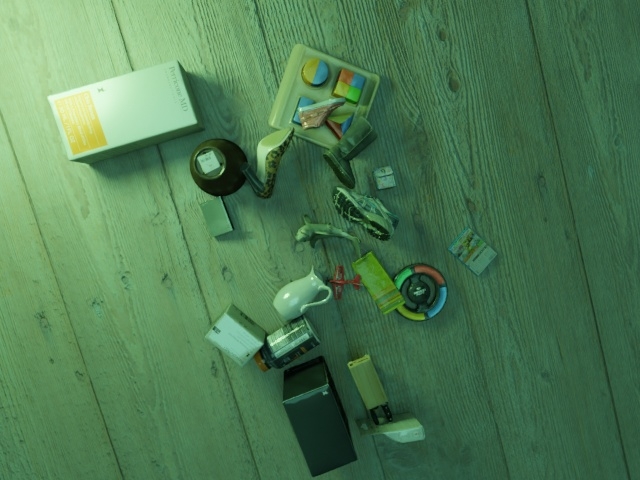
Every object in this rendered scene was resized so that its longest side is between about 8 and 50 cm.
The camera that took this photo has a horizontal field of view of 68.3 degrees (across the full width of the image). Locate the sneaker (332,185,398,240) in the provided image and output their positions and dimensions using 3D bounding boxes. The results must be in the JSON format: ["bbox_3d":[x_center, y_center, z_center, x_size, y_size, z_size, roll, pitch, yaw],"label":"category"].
[{"bbox_3d":[0.171,-0.119,1.788,0.283,0.110,0.122,39,57,6],"label":"sneaker"}]

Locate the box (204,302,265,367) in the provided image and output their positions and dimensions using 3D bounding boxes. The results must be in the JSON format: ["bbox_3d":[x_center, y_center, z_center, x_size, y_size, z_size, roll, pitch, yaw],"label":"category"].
[{"bbox_3d":[-0.309,0.345,1.739,0.181,0.182,0.119,41,91,-7],"label":"box"}]

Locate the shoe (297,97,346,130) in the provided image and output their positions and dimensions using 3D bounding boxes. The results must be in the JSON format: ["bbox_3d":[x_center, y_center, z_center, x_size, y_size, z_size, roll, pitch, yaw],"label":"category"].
[{"bbox_3d":[0.011,-0.450,1.682,0.177,0.063,0.081,-15,100,-1],"label":"shoe"}]

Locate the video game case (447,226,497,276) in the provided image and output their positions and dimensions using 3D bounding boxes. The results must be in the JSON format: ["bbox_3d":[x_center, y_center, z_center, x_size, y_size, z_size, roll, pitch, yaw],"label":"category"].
[{"bbox_3d":[0.600,0.044,1.863,0.166,0.015,0.119,41,92,-7],"label":"video game case"}]

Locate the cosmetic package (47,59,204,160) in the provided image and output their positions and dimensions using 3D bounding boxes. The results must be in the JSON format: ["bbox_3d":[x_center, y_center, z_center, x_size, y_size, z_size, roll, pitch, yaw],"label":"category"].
[{"bbox_3d":[-0.667,-0.443,1.655,0.452,0.161,0.230,-18,96,-3],"label":"cosmetic package"}]

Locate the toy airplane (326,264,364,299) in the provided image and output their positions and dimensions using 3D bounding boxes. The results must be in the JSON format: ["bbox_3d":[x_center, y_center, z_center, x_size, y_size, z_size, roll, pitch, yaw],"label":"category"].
[{"bbox_3d":[0.095,0.159,1.824,0.151,0.028,0.151,1,112,3],"label":"toy airplane"}]

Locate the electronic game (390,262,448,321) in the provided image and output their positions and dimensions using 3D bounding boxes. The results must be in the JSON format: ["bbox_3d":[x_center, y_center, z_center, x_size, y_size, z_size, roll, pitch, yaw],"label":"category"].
[{"bbox_3d":[0.385,0.203,1.845,0.228,0.048,0.230,0,95,-3],"label":"electronic game"}]

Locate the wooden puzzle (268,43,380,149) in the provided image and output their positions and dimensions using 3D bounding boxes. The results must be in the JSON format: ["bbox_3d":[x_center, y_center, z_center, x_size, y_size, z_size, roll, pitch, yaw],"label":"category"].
[{"bbox_3d":[0.016,-0.519,1.739,0.347,0.080,0.323,19,94,-5],"label":"wooden puzzle"}]

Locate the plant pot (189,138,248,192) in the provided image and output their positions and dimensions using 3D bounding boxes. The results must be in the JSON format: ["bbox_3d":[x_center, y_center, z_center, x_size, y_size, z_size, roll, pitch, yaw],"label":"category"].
[{"bbox_3d":[-0.371,-0.263,1.657,0.215,0.230,0.216,0,95,-4],"label":"plant pot"}]

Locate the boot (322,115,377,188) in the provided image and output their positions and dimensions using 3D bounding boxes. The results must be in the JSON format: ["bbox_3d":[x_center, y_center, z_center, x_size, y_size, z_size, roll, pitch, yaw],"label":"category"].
[{"bbox_3d":[0.130,-0.320,1.733,0.208,0.076,0.190,-45,118,-18],"label":"boot"}]

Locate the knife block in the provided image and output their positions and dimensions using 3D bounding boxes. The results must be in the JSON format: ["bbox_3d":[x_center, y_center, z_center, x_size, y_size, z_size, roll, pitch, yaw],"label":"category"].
[{"bbox_3d":[0.196,0.571,1.773,0.088,0.276,0.242,-24,67,-2],"label":"knife block"}]

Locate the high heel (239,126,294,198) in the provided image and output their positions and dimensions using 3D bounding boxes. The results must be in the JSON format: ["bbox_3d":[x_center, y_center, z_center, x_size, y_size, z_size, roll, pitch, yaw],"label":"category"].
[{"bbox_3d":[-0.166,-0.284,1.744,0.261,0.093,0.186,-46,142,-12],"label":"high heel"}]

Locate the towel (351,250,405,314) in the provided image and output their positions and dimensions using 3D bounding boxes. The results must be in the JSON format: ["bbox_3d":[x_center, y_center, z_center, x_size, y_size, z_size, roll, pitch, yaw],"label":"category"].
[{"bbox_3d":[0.223,0.165,1.821,0.102,0.021,0.237,-34,89,9],"label":"towel"}]

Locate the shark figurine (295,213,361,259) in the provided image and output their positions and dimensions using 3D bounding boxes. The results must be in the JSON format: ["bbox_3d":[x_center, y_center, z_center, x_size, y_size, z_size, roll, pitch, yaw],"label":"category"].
[{"bbox_3d":[0.017,-0.006,1.792,0.277,0.166,0.116,8,121,-22],"label":"shark figurine"}]

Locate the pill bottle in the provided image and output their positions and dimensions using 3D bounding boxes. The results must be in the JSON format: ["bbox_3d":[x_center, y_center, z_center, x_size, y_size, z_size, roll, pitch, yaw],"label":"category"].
[{"bbox_3d":[-0.132,0.396,1.783,0.245,0.130,0.131,-32,96,0],"label":"pill bottle"}]

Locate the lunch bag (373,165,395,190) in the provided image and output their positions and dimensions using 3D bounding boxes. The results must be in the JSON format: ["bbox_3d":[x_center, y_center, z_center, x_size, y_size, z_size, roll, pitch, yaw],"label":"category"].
[{"bbox_3d":[0.241,-0.237,1.794,0.070,0.053,0.084,-11,87,-5],"label":"lunch bag"}]

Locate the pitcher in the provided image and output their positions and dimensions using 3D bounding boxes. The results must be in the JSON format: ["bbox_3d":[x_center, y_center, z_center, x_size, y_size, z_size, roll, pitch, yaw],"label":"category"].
[{"bbox_3d":[-0.062,0.213,1.752,0.207,0.178,0.125,-39,128,-2],"label":"pitcher"}]

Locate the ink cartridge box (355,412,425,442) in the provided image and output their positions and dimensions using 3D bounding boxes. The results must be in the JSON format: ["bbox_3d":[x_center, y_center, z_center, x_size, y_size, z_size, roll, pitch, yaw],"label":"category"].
[{"bbox_3d":[0.262,0.725,1.811,0.232,0.189,0.066,-11,86,-4],"label":"ink cartridge box"}]

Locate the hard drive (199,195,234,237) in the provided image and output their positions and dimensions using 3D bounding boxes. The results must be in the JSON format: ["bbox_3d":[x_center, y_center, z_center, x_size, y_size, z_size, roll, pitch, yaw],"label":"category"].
[{"bbox_3d":[-0.387,-0.089,1.762,0.094,0.022,0.135,-18,96,17],"label":"hard drive"}]

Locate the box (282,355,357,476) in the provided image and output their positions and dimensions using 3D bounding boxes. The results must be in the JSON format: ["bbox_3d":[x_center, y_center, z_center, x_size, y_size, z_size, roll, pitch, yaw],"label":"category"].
[{"bbox_3d":[-0.011,0.630,1.730,0.182,0.294,0.297,-21,96,-2],"label":"box"}]
